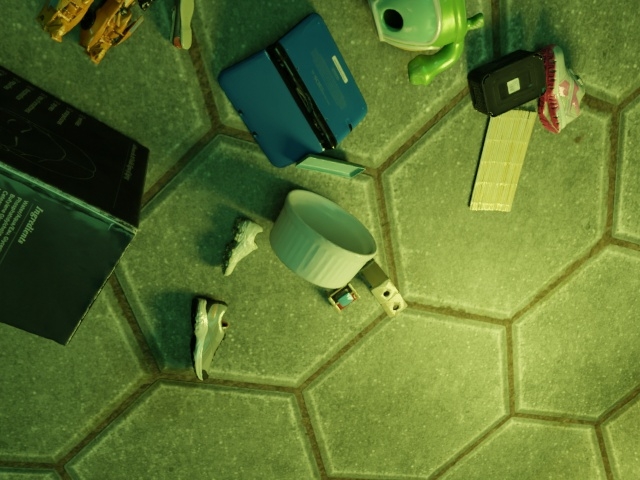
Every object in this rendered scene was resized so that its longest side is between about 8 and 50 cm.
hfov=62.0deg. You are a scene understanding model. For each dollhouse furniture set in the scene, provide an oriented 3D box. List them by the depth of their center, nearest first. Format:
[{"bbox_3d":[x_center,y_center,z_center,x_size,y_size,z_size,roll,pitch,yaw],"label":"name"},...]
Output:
[{"bbox_3d":[0.137,0.178,1.604,0.184,0.129,0.129,-35,119,1],"label":"dollhouse furniture set"}]

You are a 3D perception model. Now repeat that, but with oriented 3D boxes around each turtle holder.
[{"bbox_3d":[0.234,-0.551,1.247,0.228,0.243,0.320,-17,160,9],"label":"turtle holder"}]

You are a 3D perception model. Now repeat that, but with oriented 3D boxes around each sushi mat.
[{"bbox_3d":[0.541,-0.236,1.583,0.152,0.019,0.316,0,115,-15],"label":"sushi mat"}]

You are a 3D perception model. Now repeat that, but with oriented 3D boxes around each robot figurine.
[{"bbox_3d":[-0.427,-0.512,1.094,0.291,0.085,0.211,-41,158,14],"label":"robot figurine"}]

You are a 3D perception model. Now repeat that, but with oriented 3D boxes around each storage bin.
[{"bbox_3d":[0.506,-0.427,1.443,0.180,0.084,0.122,-25,119,-4],"label":"storage bin"}]

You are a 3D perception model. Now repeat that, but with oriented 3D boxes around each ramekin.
[{"bbox_3d":[0.000,0.000,1.404,0.277,0.277,0.135,23,115,-24],"label":"ramekin"}]

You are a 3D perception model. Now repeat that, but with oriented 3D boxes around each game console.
[{"bbox_3d":[-0.061,-0.369,1.342,0.250,0.173,0.293,-49,124,-25],"label":"game console"}]

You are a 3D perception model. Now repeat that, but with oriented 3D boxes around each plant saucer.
[{"bbox_3d":[0.027,-0.197,1.408,0.192,0.067,0.018,4,71,-37],"label":"plant saucer"}]

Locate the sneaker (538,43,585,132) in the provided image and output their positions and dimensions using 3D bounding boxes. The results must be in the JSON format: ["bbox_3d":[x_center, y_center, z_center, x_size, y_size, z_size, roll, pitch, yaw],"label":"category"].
[{"bbox_3d":[0.668,-0.433,1.485,0.111,0.103,0.252,-29,126,-5],"label":"sneaker"}]

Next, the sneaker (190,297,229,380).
[{"bbox_3d":[-0.323,0.293,1.548,0.108,0.100,0.271,0,115,-22],"label":"sneaker"}]

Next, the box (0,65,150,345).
[{"bbox_3d":[-0.624,-0.116,1.045,0.472,0.480,0.297,28,106,-25],"label":"box"}]

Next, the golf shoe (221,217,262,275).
[{"bbox_3d":[-0.216,0.027,1.469,0.086,0.069,0.176,15,111,-28],"label":"golf shoe"}]

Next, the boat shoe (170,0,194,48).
[{"bbox_3d":[-0.315,-0.502,1.195,0.043,0.049,0.136,18,116,20],"label":"boat shoe"}]
